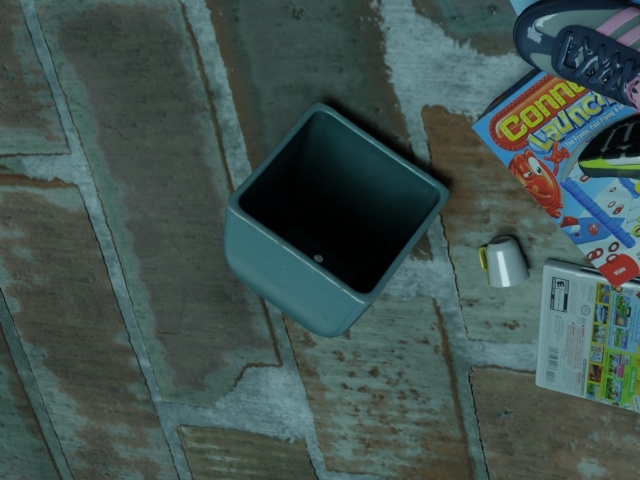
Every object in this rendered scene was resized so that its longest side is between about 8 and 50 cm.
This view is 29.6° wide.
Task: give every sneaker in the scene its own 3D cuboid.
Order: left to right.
[{"bbox_3d":[0.365,-0.204,1.414,0.318,0.131,0.112,16,126,21],"label":"sneaker"},{"bbox_3d":[0.458,-0.077,1.462,0.299,0.111,0.121,6,127,30],"label":"sneaker"}]

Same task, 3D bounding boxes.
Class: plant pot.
[{"bbox_3d":[0.000,0.000,1.818,0.247,0.248,0.252,35,147,5],"label":"plant pot"}]

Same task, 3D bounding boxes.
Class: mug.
[{"bbox_3d":[0.265,0.030,1.792,0.078,0.062,0.064,-7,108,27],"label":"mug"}]

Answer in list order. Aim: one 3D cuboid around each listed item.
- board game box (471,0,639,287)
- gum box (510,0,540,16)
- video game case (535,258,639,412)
[{"bbox_3d":[0.410,-0.133,1.580,0.302,0.086,0.308,47,131,-5],"label":"board game box"},{"bbox_3d":[0.290,-0.373,1.524,0.157,0.041,0.184,-18,110,37],"label":"gum box"},{"bbox_3d":[0.426,0.147,1.795,0.206,0.026,0.227,13,124,24],"label":"video game case"}]
